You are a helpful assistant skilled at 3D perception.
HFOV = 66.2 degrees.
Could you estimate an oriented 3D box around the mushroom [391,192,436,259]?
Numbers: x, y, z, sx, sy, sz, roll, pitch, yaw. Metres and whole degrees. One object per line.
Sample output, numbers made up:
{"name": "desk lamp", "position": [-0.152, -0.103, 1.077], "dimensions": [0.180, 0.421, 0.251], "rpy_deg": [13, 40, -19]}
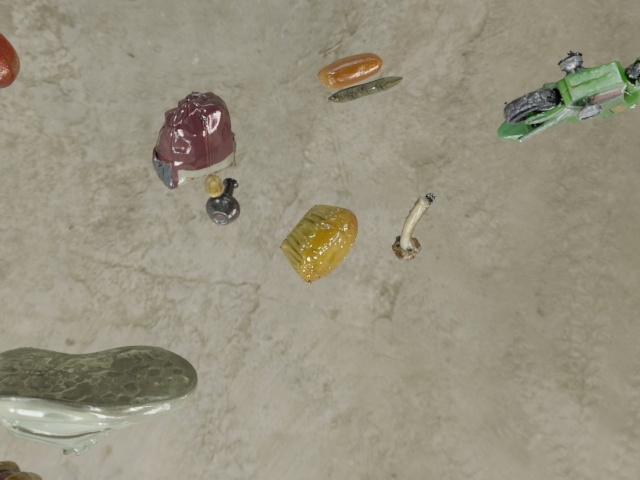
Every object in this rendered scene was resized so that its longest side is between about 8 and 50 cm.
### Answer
{"name": "mushroom", "position": [0.203, -0.024, 1.058], "dimensions": [0.060, 0.061, 0.187], "rpy_deg": [-4, 139, -15]}

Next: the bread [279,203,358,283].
{"name": "bread", "position": [0.004, 0.000, 1.383], "dimensions": [0.139, 0.240, 0.240], "rpy_deg": [42, 100, 24]}

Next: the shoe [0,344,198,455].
{"name": "shoe", "position": [-0.337, 0.249, 0.724], "dimensions": [0.315, 0.124, 0.160], "rpy_deg": [5, 119, 2]}

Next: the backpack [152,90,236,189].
{"name": "backpack", "position": [-0.408, -0.335, 1.578], "dimensions": [0.283, 0.317, 0.197], "rpy_deg": [-32, 67, -27]}

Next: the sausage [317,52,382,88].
{"name": "sausage", "position": [0.098, -0.559, 1.615], "dimensions": [0.238, 0.098, 0.098], "rpy_deg": [-24, 107, -24]}

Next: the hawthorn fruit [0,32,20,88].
{"name": "hawthorn fruit", "position": [-0.837, -0.466, 1.195], "dimensions": [0.156, 0.157, 0.194], "rpy_deg": [-7, 140, -3]}

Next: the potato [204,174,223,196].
{"name": "potato", "position": [-0.317, -0.161, 1.472], "dimensions": [0.062, 0.083, 0.068], "rpy_deg": [-39, 118, -11]}

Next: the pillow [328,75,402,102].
{"name": "pillow", "position": [0.132, -0.443, 1.445], "dimensions": [0.203, 0.113, 0.038], "rpy_deg": [-3, 113, 36]}

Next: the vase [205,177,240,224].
{"name": "vase", "position": [-0.331, -0.142, 1.715], "dimensions": [0.120, 0.183, 0.120], "rpy_deg": [4, 139, 3]}

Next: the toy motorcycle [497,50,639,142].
{"name": "toy motorcycle", "position": [0.309, -0.171, 0.580], "dimensions": [0.190, 0.106, 0.074], "rpy_deg": [-17, 81, 11]}

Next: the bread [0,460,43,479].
{"name": "bread", "position": [-0.396, 0.394, 0.688], "dimensions": [0.225, 0.134, 0.081], "rpy_deg": [30, 72, 6]}
